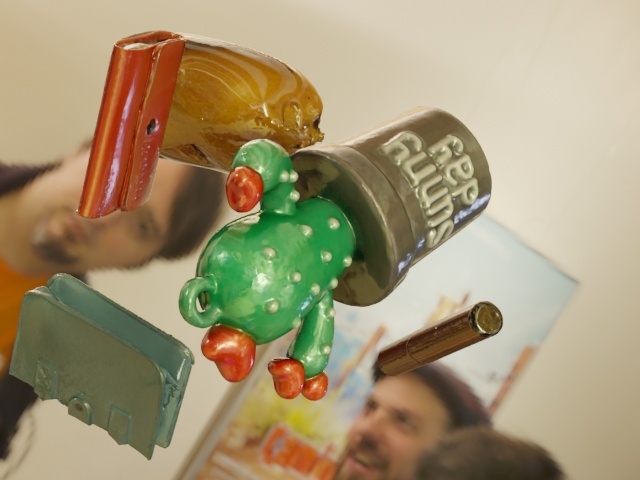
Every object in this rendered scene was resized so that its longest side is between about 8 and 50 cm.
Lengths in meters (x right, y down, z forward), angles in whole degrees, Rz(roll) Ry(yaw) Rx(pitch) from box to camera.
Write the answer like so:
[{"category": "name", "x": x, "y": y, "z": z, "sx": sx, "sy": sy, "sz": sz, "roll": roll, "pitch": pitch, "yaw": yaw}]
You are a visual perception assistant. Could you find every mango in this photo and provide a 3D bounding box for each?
[{"category": "mango", "x": -0.130, "y": -0.171, "z": 2.002, "sx": 0.287, "sy": 0.152, "sz": 0.201, "roll": 15, "pitch": -15, "yaw": 20}]

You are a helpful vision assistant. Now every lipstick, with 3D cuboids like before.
[{"category": "lipstick", "x": 0.175, "y": 0.150, "z": 2.352, "sx": 0.057, "sy": 0.057, "sz": 0.356, "roll": 32, "pitch": -23, "yaw": -11}]

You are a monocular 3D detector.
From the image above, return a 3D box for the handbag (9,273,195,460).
[{"category": "handbag", "x": -0.279, "y": 0.161, "z": 1.954, "sx": 0.229, "sy": 0.179, "sz": 0.062, "roll": 30, "pitch": 35, "yaw": 17}]

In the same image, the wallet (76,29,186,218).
[{"category": "wallet", "x": -0.212, "y": -0.130, "z": 1.763, "sx": 0.045, "sy": 0.204, "sz": 0.142, "roll": 21, "pitch": 19, "yaw": 16}]

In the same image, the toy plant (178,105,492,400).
[{"category": "toy plant", "x": 0.000, "y": -0.011, "z": 1.655, "sx": 0.185, "sy": 0.400, "sz": 0.279, "roll": 36, "pitch": -39, "yaw": 29}]
